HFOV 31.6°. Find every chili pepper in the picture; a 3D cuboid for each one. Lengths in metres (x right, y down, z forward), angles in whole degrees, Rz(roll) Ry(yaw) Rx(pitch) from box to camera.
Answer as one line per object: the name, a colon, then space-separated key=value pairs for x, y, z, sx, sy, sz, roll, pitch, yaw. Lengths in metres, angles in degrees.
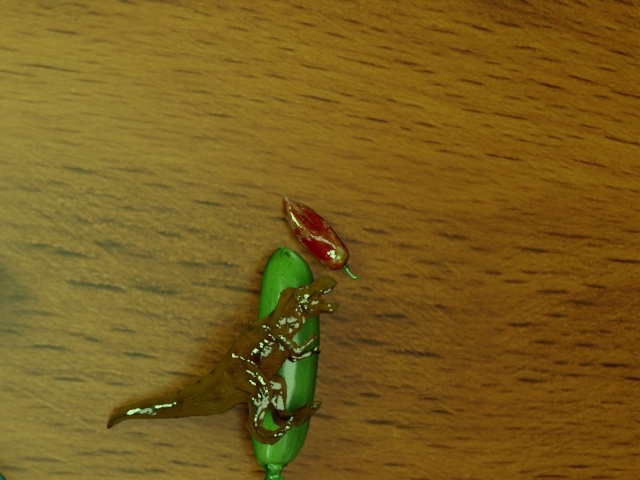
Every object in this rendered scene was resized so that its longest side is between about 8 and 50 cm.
chili pepper: x=-0.001 y=0.001 z=1.920 sx=0.059 sy=0.050 sz=0.191 roll=-41 pitch=89 yaw=-14

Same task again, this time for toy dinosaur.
toy dinosaur: x=-0.116 y=0.232 z=1.759 sx=0.432 sy=0.097 sz=0.208 roll=-37 pitch=71 yaw=-5

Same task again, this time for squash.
squash: x=-0.058 y=0.206 z=1.861 sx=0.107 sy=0.107 sz=0.394 roll=7 pitch=85 yaw=-20

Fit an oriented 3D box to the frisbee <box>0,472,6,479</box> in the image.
frisbee: x=-0.581 y=0.413 z=1.620 sx=0.290 sy=0.049 sz=0.289 roll=-6 pitch=118 yaw=-12
